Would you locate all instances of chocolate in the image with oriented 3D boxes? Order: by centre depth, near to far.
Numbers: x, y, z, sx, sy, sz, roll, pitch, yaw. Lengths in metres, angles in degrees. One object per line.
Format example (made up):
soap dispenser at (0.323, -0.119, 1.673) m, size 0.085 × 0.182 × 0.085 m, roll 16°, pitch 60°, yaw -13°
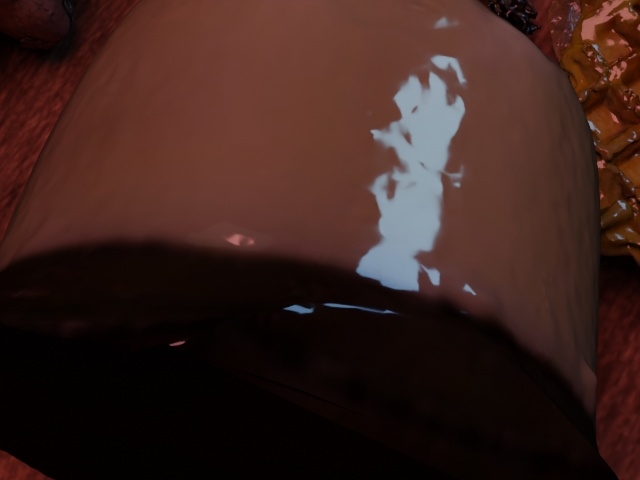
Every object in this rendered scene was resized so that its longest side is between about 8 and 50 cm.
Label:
chocolate at (0.000, 0.000, 0.686) m, size 0.314 × 0.326 × 0.297 m, roll 23°, pitch 69°, yaw -19°

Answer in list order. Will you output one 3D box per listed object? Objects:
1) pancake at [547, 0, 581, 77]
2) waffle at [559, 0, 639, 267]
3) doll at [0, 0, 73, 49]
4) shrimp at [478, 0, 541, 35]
pancake at (0.220, -0.139, 0.856) m, size 0.151 × 0.025 × 0.152 m, roll -8°, pitch 61°, yaw 15°
waffle at (0.254, -0.082, 0.779) m, size 0.237 × 0.059 × 0.243 m, roll 11°, pitch 72°, yaw 13°
doll at (-0.274, -0.153, 0.981) m, size 0.303 × 0.156 × 0.201 m, roll -54°, pitch 18°, yaw 10°
shrimp at (0.083, -0.166, 0.916) m, size 0.091 × 0.034 × 0.161 m, roll -47°, pitch 52°, yaw 6°
